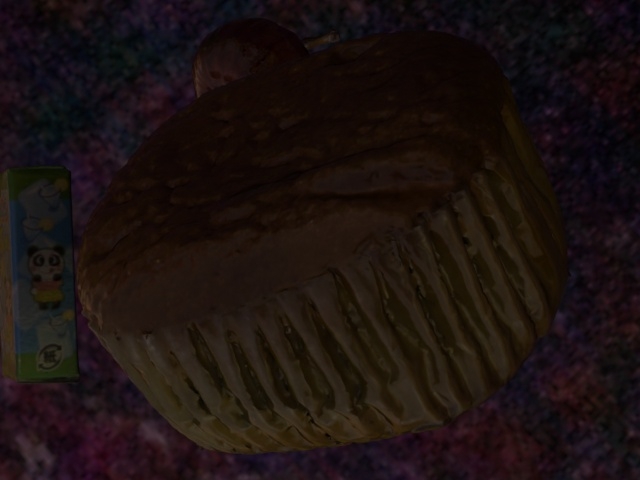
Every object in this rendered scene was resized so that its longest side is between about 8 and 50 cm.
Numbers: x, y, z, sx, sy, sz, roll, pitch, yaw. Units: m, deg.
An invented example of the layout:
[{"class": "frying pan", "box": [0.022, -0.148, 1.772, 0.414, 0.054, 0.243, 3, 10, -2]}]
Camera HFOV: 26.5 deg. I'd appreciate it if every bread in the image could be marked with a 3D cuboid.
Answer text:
[{"class": "bread", "box": [0.000, 0.000, 0.735, 0.253, 0.227, 0.142, -17, 123, 28]}]

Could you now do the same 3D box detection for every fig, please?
[{"class": "fig", "box": [-0.056, -0.166, 1.307, 0.128, 0.150, 0.128, 27, 175, 3]}]

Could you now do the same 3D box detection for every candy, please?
[{"class": "candy", "box": [-0.260, 0.032, 1.242, 0.097, 0.062, 0.194, 176, 91, -69]}]
